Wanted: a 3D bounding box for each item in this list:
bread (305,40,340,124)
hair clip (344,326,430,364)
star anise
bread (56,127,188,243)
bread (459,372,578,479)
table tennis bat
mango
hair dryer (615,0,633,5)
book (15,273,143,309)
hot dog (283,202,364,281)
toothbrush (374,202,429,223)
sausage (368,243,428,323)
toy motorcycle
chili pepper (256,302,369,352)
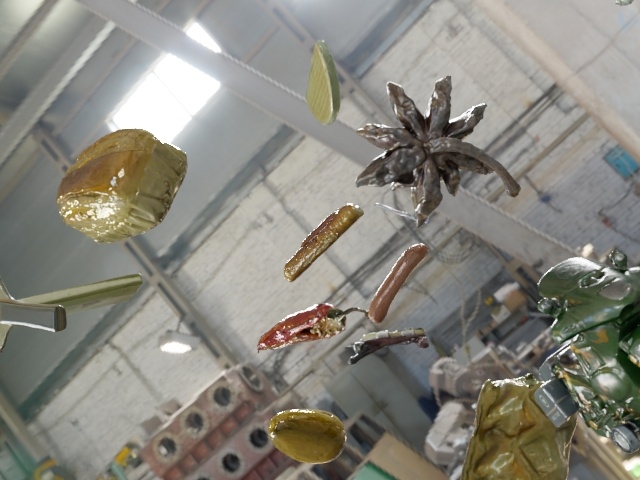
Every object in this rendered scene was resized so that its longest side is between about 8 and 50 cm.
[{"bbox_3d":[0.014,-0.291,1.393,0.036,0.112,0.193,-18,-22,-14],"label":"bread"},{"bbox_3d":[0.143,0.219,1.524,0.187,0.056,0.146,-15,-18,-1],"label":"hair clip"},{"bbox_3d":[0.161,-0.121,0.969,0.231,0.209,0.089,-1,6,1],"label":"star anise"},{"bbox_3d":[-0.283,-0.075,0.977,0.236,0.106,0.140,-13,52,49],"label":"bread"},{"bbox_3d":[0.369,0.404,1.340,0.238,0.196,0.252,-27,27,39],"label":"bread"},{"bbox_3d":[-0.495,0.099,1.050,0.301,0.173,0.022,2,8,26],"label":"table tennis bat"},{"bbox_3d":[-0.030,0.417,1.534,0.137,0.098,0.195,-34,-51,25],"label":"mango"},{"bbox_3d":[0.442,-0.378,0.961,0.082,0.047,0.137,-3,-39,-29],"label":"hair dryer"},{"bbox_3d":[-0.623,0.155,1.716,0.352,0.035,0.239,-13,-11,-27],"label":"book"},{"bbox_3d":[0.000,0.000,1.369,0.216,0.047,0.066,-45,-5,28],"label":"hot dog"},{"bbox_3d":[0.189,-0.067,1.669,0.013,0.193,0.019,-9,-72,-34],"label":"toothbrush"},{"bbox_3d":[0.150,0.080,1.392,0.186,0.043,0.043,-55,-8,-10],"label":"sausage"},{"bbox_3d":[0.293,0.119,0.737,0.125,0.187,0.274,-30,-25,-13],"label":"toy motorcycle"},{"bbox_3d":[-0.022,0.134,1.111,0.059,0.050,0.268,23,-31,-31],"label":"chili pepper"}]
